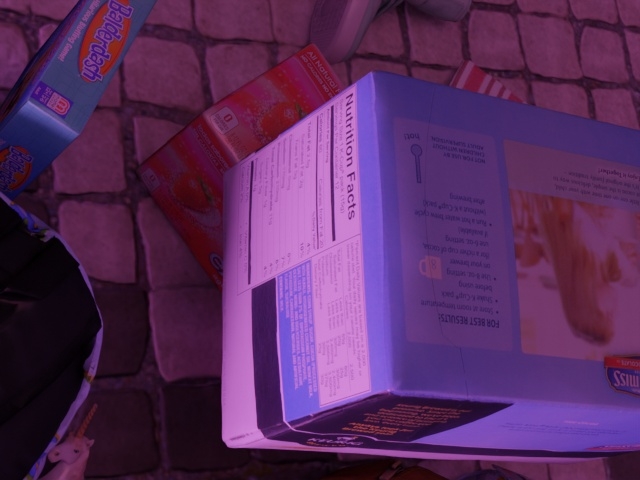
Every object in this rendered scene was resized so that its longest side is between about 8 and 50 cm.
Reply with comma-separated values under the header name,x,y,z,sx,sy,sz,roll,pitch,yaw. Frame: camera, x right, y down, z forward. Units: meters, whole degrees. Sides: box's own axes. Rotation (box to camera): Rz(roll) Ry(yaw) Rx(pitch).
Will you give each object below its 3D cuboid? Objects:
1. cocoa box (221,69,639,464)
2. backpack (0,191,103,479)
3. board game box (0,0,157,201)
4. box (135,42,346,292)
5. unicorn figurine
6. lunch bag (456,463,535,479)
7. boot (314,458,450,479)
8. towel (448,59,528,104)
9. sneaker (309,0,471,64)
name,x,y,z,sx,sy,sz,roll,pitch,yaw
cocoa box,0.126,0.040,0.992,0.347,0.228,0.231,8,69,-30
backpack,-0.318,0.108,0.871,0.290,0.273,0.355,44,77,-9
board game box,-0.212,-0.116,1.025,0.047,0.210,0.160,34,58,-17
box,0.000,0.000,1.158,0.154,0.142,0.300,-37,94,-37
unicorn figurine,-0.213,0.219,1.000,0.111,0.060,0.162,-20,100,-36
lunch bag,0.176,0.243,1.215,0.071,0.083,0.053,25,61,-22
boot,-0.022,0.229,1.069,0.220,0.283,0.109,-41,136,-63
towel,0.199,-0.085,1.390,0.197,0.029,0.144,35,59,-15
sneaker,0.090,-0.255,1.342,0.151,0.094,0.256,35,58,-20
